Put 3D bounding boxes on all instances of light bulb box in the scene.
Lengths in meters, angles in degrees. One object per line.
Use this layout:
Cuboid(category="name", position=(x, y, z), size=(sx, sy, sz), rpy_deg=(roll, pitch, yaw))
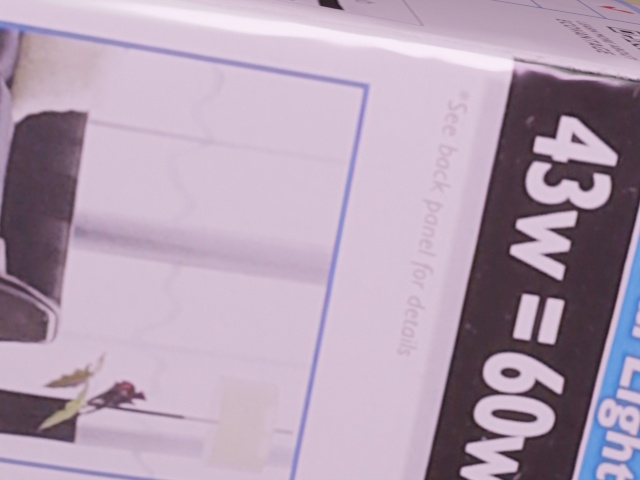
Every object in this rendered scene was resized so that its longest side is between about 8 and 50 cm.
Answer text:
Cuboid(category="light bulb box", position=(0.000, 0.000, 0.528), size=(0.361, 0.358, 0.225), rpy_deg=(9, 106, -6))
